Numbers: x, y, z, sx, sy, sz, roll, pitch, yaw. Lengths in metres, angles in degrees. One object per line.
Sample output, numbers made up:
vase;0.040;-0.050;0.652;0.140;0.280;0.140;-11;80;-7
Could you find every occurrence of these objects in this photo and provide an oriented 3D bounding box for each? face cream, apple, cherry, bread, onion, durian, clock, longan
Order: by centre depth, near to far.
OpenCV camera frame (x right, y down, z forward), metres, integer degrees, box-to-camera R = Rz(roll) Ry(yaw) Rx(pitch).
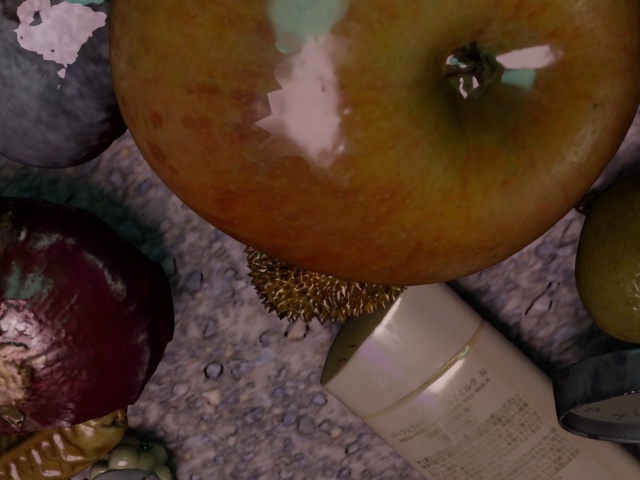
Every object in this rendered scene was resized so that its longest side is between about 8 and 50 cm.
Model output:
apple;0.057;-0.156;1.206;0.333;0.400;0.400;26;136;42
cherry;-0.216;-0.194;1.355;0.296;0.218;0.255;41;128;0
longan;0.284;0.013;1.438;0.145;0.176;0.155;8;115;-46
durian;0.000;0.000;1.490;0.168;0.137;0.158;-25;89;40
clock;0.317;0.142;1.493;0.215;0.042;0.215;0;160;0
onion;-0.253;0.057;1.539;0.206;0.216;0.207;-2;116;10
face cream;0.152;0.176;1.602;0.348;0.081;0.173;42;119;-16
bread;-0.321;0.235;1.721;0.077;0.084;0.367;26;136;-33

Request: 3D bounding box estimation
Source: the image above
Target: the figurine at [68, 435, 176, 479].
figurine;-0.222;0.293;1.752;0.147;0.093;0.197;21;122;-25
